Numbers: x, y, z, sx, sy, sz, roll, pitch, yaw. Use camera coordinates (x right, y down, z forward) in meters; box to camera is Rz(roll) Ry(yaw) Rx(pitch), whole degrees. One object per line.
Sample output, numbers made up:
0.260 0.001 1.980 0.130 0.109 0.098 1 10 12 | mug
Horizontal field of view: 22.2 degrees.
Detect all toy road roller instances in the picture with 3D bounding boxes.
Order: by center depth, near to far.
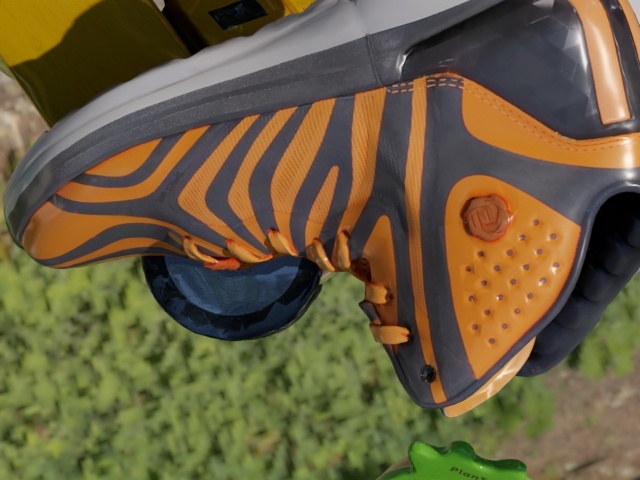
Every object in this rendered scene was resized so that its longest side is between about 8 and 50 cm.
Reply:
-0.043 -0.107 0.919 0.241 0.329 0.202 -38 177 -2 | toy road roller

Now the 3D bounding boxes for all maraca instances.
0.098 0.198 1.201 0.127 0.099 0.185 17 145 -4 | maraca

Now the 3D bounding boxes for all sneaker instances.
0.000 0.000 0.704 0.321 0.180 0.125 -21 176 35 | sneaker

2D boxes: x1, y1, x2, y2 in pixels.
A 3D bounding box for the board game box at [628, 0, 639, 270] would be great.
0.146 -0.137 0.871 0.053 0.305 0.193 1 160 -11 | board game box
